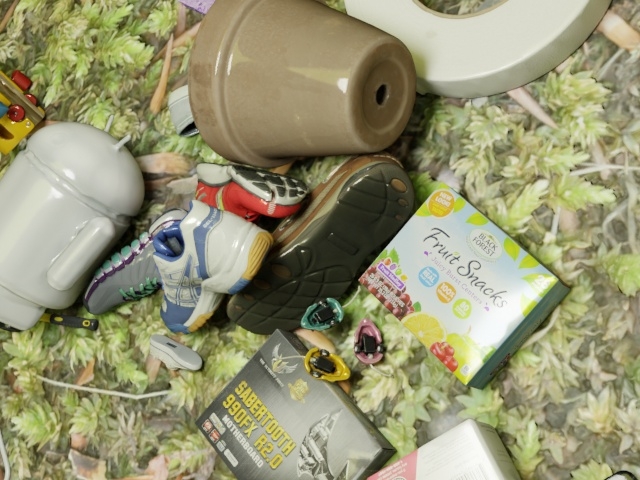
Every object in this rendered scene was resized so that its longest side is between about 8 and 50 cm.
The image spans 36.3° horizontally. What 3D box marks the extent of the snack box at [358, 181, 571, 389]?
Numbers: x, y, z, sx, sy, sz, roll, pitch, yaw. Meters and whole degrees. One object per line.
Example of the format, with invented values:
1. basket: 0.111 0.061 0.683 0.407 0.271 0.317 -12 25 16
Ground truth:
1. snack box: 0.180 0.056 1.243 0.174 0.070 0.207 -49 61 8

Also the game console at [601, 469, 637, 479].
1. game console: 0.320 0.340 1.074 0.124 0.085 0.144 -33 63 12

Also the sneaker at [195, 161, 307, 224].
1. sneaker: -0.104 -0.042 1.372 0.279 0.107 0.118 13 93 65

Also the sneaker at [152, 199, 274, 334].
1. sneaker: -0.175 0.030 1.345 0.296 0.131 0.112 -44 18 51

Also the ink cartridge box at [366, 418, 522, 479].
1. ink cartridge box: 0.177 0.346 1.150 0.159 0.092 0.217 -34 61 16

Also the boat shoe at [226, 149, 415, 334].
1. boat shoe: 0.000 0.000 1.342 0.324 0.122 0.120 -42 28 19

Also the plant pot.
1. plant pot: -0.007 -0.210 1.291 0.229 0.263 0.263 18 85 38

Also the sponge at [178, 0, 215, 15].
1. sponge: -0.129 -0.398 1.559 0.210 0.031 0.117 31 92 32

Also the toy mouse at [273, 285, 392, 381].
1. toy mouse: 0.028 0.126 1.301 0.161 0.031 0.143 21 62 -7

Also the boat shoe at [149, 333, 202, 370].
1. boat shoe: -0.216 0.175 1.449 0.100 0.035 0.035 23 115 28

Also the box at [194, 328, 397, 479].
1. box: -0.038 0.263 1.310 0.183 0.056 0.231 -49 60 9

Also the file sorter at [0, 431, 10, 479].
1. file sorter: -0.640 0.321 1.496 0.173 0.278 0.192 -31 64 13

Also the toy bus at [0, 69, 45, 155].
1. toy bus: -0.572 -0.239 1.661 0.104 0.191 0.202 -42 61 12

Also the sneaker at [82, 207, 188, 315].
1. sneaker: -0.264 0.054 1.479 0.224 0.083 0.098 -43 65 11

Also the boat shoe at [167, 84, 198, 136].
1. boat shoe: -0.133 -0.214 1.491 0.228 0.079 0.081 -17 78 29

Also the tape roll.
1. tape roll: 0.216 -0.386 1.347 0.392 0.072 0.392 -8 73 27

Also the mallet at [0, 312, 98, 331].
1. mallet: -0.443 0.135 1.580 0.190 0.039 0.062 13 81 27

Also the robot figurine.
1. robot figurine: -0.410 -0.037 1.509 0.353 0.200 0.300 -53 45 4
